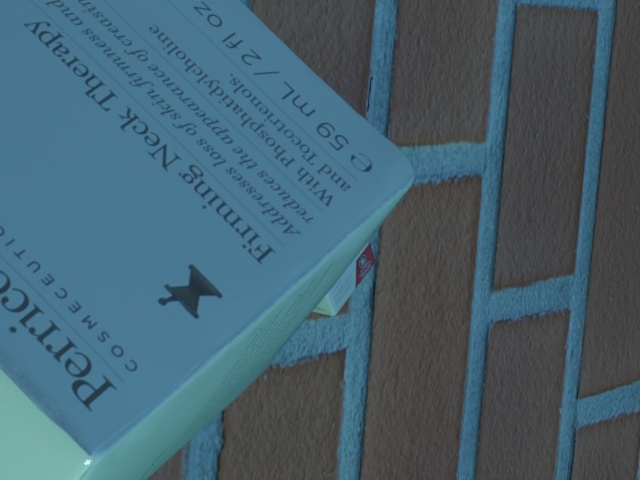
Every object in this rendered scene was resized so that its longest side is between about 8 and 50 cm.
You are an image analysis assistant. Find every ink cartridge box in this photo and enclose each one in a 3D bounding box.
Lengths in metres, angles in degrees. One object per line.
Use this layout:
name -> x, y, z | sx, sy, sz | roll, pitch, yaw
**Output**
ink cartridge box -> 0.000, 0.000, 2.085 | 0.099, 0.056, 0.135 | -51, 137, -36

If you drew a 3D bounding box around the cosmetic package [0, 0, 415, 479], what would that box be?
cosmetic package -> -0.208, 0.017, 1.416 | 0.394, 0.329, 0.327 | -42, 173, -41
